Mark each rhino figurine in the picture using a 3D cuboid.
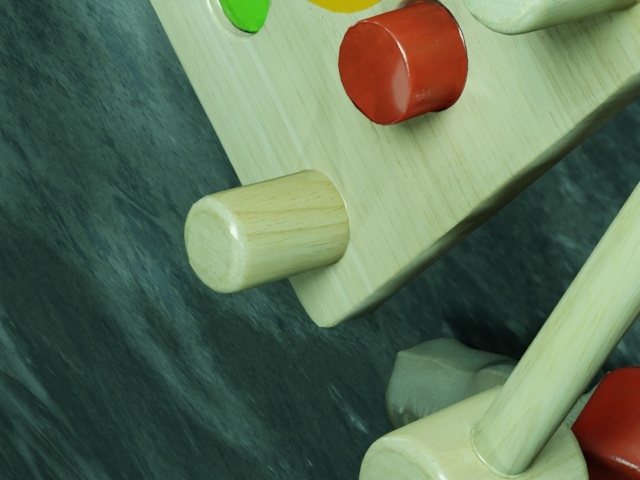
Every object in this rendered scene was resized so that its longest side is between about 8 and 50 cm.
[{"bbox_3d":[0.119,0.110,1.135,0.106,0.073,0.243,54,159,-21],"label":"rhino figurine"}]

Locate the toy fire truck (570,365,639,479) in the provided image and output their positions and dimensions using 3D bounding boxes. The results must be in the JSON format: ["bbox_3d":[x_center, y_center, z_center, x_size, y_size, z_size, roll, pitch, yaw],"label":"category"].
[{"bbox_3d":[0.251,0.080,0.684,0.254,0.169,0.302,39,167,-18],"label":"toy fire truck"}]

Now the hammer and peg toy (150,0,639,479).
[{"bbox_3d":[0.041,-0.085,0.670,0.266,0.127,0.361,-43,69,49],"label":"hammer and peg toy"}]
